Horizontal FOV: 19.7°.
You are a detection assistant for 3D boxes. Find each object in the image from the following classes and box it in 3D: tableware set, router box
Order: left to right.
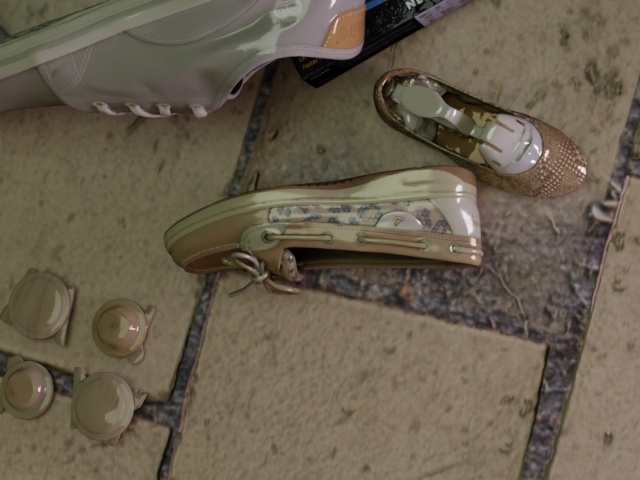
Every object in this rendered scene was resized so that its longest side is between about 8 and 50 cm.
[{"bbox_3d":[-0.232,0.108,1.718,0.169,0.020,0.141,14,85,19],"label":"tableware set"},{"bbox_3d":[0.037,-0.239,1.666,0.179,0.046,0.133,-29,76,12],"label":"router box"}]

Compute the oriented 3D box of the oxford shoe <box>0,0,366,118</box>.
[{"bbox_3d":[-0.153,-0.163,1.640,0.449,0.169,0.130,-14,103,26],"label":"oxford shoe"}]

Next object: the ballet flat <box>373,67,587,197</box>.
[{"bbox_3d":[0.133,-0.094,1.608,0.206,0.067,0.073,22,89,17],"label":"ballet flat"}]

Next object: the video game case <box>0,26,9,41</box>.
[{"bbox_3d":[-0.505,-0.165,1.703,0.329,0.300,0.036,-41,42,8],"label":"video game case"}]

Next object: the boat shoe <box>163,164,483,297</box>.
[{"bbox_3d":[0.000,0.000,1.617,0.285,0.104,0.089,-11,78,14],"label":"boat shoe"}]
